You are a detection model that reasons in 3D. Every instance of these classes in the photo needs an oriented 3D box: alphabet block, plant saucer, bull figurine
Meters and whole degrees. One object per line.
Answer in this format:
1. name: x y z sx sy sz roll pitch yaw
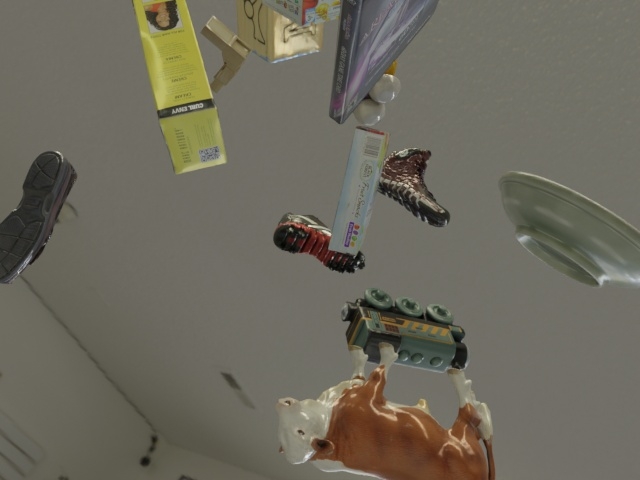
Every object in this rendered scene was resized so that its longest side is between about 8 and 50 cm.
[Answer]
1. alphabet block: -0.117 -0.650 1.782 0.192 0.194 0.197 42 -37 35
2. plant saucer: 0.536 0.004 1.334 0.401 0.100 0.400 35 0 0
3. bull figurine: 0.091 0.244 0.828 0.311 0.188 0.101 24 -29 -6

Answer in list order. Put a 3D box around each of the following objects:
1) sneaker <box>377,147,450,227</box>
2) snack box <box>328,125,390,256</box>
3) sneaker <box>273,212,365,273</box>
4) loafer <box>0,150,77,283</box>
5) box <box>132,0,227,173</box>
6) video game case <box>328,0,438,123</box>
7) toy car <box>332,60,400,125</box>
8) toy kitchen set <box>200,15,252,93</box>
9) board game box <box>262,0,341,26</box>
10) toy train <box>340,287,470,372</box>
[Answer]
1. sneaker: 0.261 -0.162 1.625 0.281 0.162 0.106 38 -10 33
2. snack box: 0.047 -0.060 0.727 0.037 0.100 0.141 15 -78 8
3. sneaker: 0.000 0.000 1.702 0.276 0.135 0.097 22 -61 -18
4. loafer: -0.603 -0.040 1.327 0.109 0.302 0.095 16 -14 16
5. box: -0.154 -0.188 0.658 0.087 0.058 0.232 90 -17 -58
6. video game case: 0.081 -0.247 0.643 0.026 0.196 0.274 38 -9 5
7. toy car: 0.097 -0.371 1.459 0.136 0.159 0.182 8 -36 -22
8. toy kitchen set: -0.151 -0.285 0.935 0.075 0.068 0.083 37 -48 -18
9. board game box: -0.013 -0.561 1.136 0.144 0.142 0.275 43 -36 35
10. toy train: 0.213 0.236 1.544 0.334 0.190 0.142 15 -60 -15
